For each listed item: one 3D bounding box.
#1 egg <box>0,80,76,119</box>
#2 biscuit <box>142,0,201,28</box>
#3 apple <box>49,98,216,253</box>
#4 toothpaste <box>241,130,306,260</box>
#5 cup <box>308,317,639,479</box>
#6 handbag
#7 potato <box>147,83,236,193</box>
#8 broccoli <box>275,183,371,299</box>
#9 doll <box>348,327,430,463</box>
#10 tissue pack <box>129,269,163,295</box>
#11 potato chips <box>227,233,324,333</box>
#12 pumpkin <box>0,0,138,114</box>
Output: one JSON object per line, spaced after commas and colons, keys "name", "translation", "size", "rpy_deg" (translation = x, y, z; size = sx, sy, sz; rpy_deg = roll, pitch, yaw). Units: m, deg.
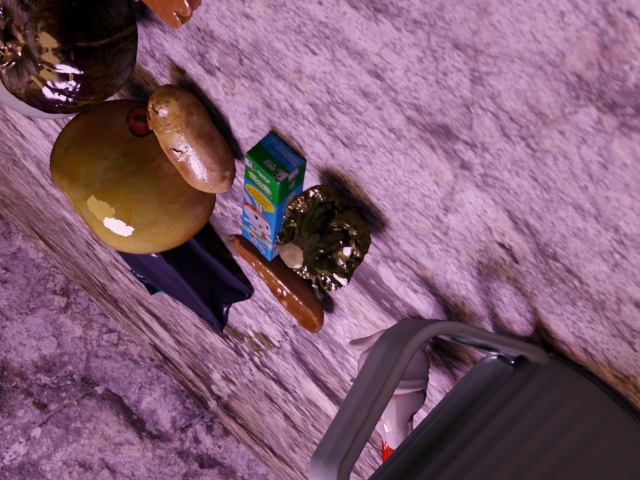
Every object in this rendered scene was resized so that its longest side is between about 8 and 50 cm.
{"name": "egg", "translation": [-0.420, -0.270, 1.584], "size": [0.237, 0.169, 0.169], "rpy_deg": [28, 155, 26]}
{"name": "biscuit", "translation": [-0.235, -0.364, 1.197], "size": [0.288, 0.044, 0.202], "rpy_deg": [46, 162, -3]}
{"name": "apple", "translation": [-0.282, -0.091, 1.618], "size": [0.261, 0.194, 0.261], "rpy_deg": [47, 167, 15]}
{"name": "toothpaste", "translation": [-0.068, -0.054, 1.456], "size": [0.065, 0.050, 0.266], "rpy_deg": [45, 161, 12]}
{"name": "cup", "translation": [0.157, 0.309, 1.220], "size": [0.401, 0.392, 0.310], "rpy_deg": [48, 156, 13]}
{"name": "handbag", "translation": [-0.289, 0.010, 1.961], "size": [0.326, 0.118, 0.269], "rpy_deg": [25, 158, 46]}
{"name": "potato", "translation": [-0.178, -0.140, 1.479], "size": [0.170, 0.080, 0.107], "rpy_deg": [56, 171, -31]}
{"name": "broccoli", "translation": [0.000, 0.000, 1.319], "size": [0.131, 0.120, 0.130], "rpy_deg": [-31, 86, 38]}
{"name": "doll", "translation": [0.101, 0.206, 1.454], "size": [0.384, 0.099, 0.188], "rpy_deg": [73, -166, -67]}
{"name": "tissue pack", "translation": [-0.310, 0.081, 2.180], "size": [0.138, 0.028, 0.085], "rpy_deg": [5, -150, -51]}
{"name": "potato chips", "translation": [-0.064, 0.057, 1.676], "size": [0.202, 0.049, 0.150], "rpy_deg": [40, 164, 13]}
{"name": "pumpkin", "translation": [-0.346, -0.273, 1.380], "size": [0.238, 0.159, 0.237], "rpy_deg": [24, 135, 26]}
